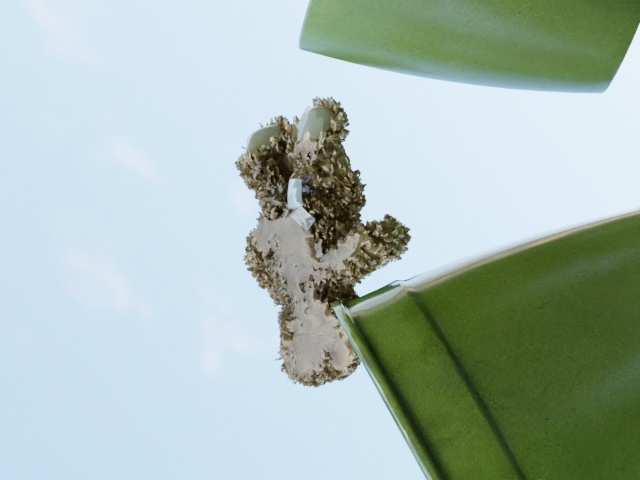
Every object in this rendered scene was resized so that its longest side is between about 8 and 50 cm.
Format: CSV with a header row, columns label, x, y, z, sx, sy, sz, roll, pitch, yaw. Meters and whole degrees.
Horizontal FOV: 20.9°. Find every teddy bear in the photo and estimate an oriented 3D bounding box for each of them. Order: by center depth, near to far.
label,x,y,z,sx,sy,sz,roll,pitch,yaw
teddy bear,0.000,0.000,2.040,0.113,0.245,0.338,3,-123,-53

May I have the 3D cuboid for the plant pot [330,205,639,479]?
label,x,y,z,sx,sy,sz,roll,pitch,yaw
plant pot,0.251,0.137,1.684,0.366,0.353,0.366,61,179,1

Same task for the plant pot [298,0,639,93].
label,x,y,z,sx,sy,sz,roll,pitch,yaw
plant pot,0.165,-0.258,1.689,0.293,0.275,0.275,23,-154,1
